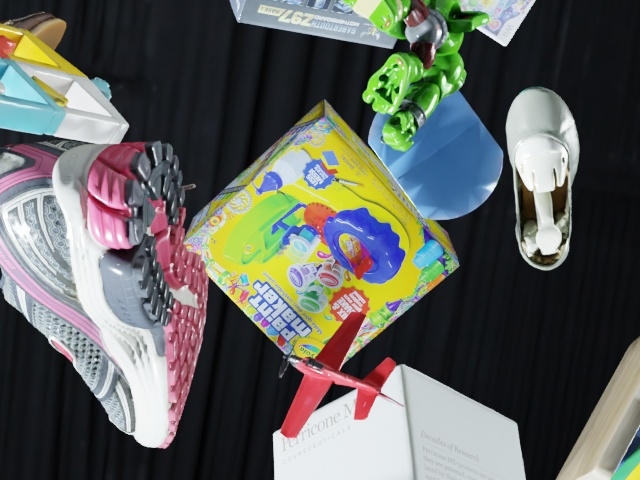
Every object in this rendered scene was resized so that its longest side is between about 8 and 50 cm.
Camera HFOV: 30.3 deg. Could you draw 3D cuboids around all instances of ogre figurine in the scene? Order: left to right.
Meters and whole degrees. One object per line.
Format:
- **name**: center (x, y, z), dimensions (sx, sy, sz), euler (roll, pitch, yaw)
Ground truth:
- **ogre figurine**: center (0.090, -0.192, 1.092), dimensions (0.097, 0.197, 0.118), euler (-16, -173, 46)

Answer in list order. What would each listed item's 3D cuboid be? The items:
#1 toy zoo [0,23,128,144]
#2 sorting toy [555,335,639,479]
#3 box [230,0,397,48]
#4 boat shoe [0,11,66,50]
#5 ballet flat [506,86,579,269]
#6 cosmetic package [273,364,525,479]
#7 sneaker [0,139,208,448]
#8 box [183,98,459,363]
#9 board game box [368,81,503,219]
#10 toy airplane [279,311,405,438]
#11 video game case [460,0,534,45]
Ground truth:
- **toy zoo**: center (-0.316, -0.167, 1.160), dimensions (0.192, 0.030, 0.293), euler (41, -162, 27)
- **sorting toy**: center (0.423, 0.234, 1.550), dimensions (0.089, 0.257, 0.255), euler (31, 163, 8)
- **box**: center (0.020, -0.351, 1.520), dimensions (0.232, 0.183, 0.059), euler (5, -139, -24)
- **boat shoe**: center (-0.366, -0.216, 1.338), dimensions (0.073, 0.073, 0.207), euler (31, -145, 3)
- **ballet flat**: center (0.232, -0.057, 1.211), dimensions (0.072, 0.213, 0.068), euler (-5, -138, 8)
- **cosmetic package**: center (0.145, 0.494, 2.035), dimensions (0.327, 0.394, 0.329), euler (29, 132, -36)
- **sneaker**: center (-0.138, 0.033, 0.761), dimensions (0.112, 0.121, 0.299), euler (5, 144, 6)
- **box**: center (0.000, 0.000, 1.743), dimensions (0.290, 0.279, 0.177), euler (46, -169, -11)
- **board game box**: center (0.137, -0.108, 1.430), dimensions (0.133, 0.169, 0.033), euler (-37, -179, -15)
- **toy airplane**: center (0.017, 0.136, 1.161), dimensions (0.151, 0.151, 0.028), euler (15, 157, 37)
- **video game case**: center (0.192, -0.296, 1.384), dimensions (0.122, 0.087, 0.011), euler (29, -172, -16)
